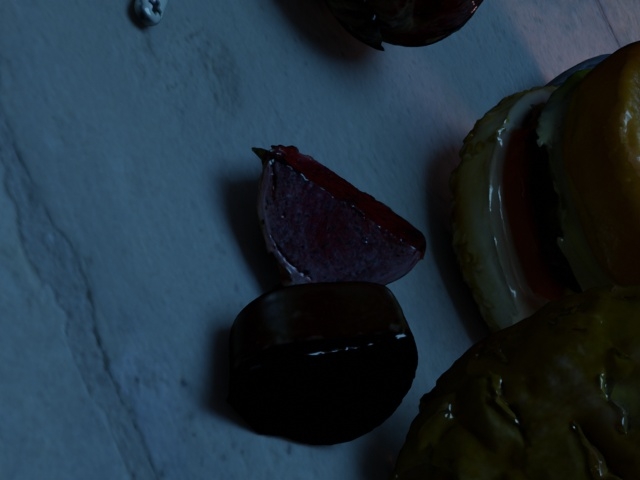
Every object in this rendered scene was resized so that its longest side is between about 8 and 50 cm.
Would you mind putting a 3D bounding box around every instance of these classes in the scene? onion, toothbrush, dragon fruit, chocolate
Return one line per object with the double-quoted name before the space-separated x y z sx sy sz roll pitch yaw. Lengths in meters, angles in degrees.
"onion" 0.060 -0.294 1.042 0.246 0.190 0.246 -14 90 -86
"toothbrush" -0.102 -0.268 0.938 0.030 0.030 0.304 46 37 -28
"dragon fruit" 0.000 0.000 0.860 0.147 0.096 0.102 36 19 11
"chocolate" -0.001 0.070 0.783 0.149 0.125 0.080 22 35 -43

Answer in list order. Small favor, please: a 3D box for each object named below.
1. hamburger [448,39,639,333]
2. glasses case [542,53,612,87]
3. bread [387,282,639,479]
"hamburger" 0.291 -0.016 1.114 0.330 0.250 0.330 25 52 -37
"glasses case" 0.307 -0.172 1.395 0.067 0.109 0.282 61 32 -8
"bread" 0.236 0.229 0.796 0.215 0.398 0.398 35 41 -57
